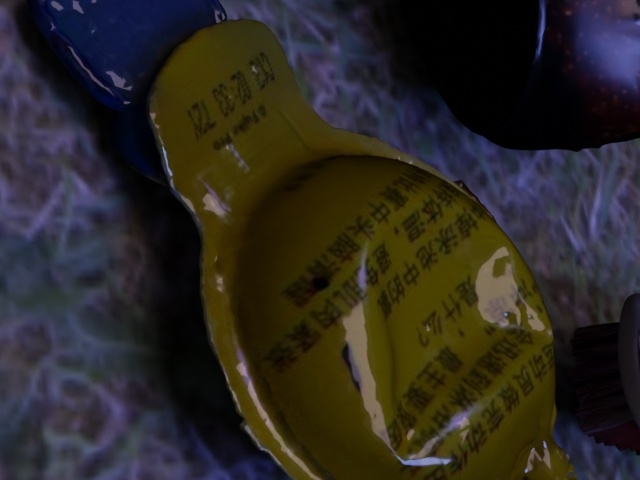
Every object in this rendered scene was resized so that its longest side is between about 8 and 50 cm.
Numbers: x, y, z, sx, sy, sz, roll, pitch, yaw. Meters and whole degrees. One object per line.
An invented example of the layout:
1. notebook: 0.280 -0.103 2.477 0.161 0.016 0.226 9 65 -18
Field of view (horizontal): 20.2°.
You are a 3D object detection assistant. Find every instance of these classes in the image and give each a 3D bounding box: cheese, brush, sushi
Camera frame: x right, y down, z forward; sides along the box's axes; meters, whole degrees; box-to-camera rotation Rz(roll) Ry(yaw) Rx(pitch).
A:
1. cheese: 0.000 0.000 0.612 0.250 0.064 0.156 53 44 -4
2. brush: 0.207 0.085 0.804 0.321 0.050 0.060 19 60 -48
3. sushi: 0.099 -0.147 0.708 0.126 0.136 0.225 -10 85 -28
